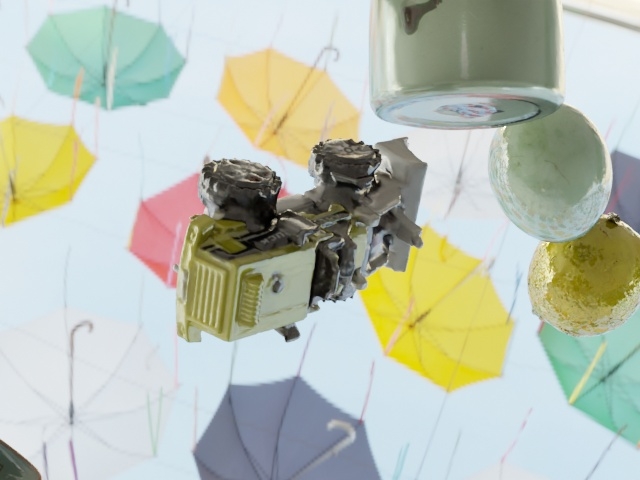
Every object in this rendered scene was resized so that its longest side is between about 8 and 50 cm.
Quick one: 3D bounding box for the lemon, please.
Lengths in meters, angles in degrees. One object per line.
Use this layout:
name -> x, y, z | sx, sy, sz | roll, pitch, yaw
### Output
lemon -> 0.386, 0.053, 1.615 | 0.173, 0.206, 0.174 | 23, -139, -21

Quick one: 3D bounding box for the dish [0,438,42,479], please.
dish -> -0.388, 0.286, 1.070 | 0.154, 0.064, 0.234 | 42, -134, -21

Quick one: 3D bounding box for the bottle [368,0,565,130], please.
bottle -> 0.145, -0.306, 1.173 | 0.229, 0.229, 0.352 | 0, -93, -7

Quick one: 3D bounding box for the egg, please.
egg -> 0.285, -0.084, 1.377 | 0.149, 0.192, 0.149 | -14, -145, 10

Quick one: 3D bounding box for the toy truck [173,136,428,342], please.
toy truck -> 0.000, 0.000, 0.872 | 0.111, 0.136, 0.285 | 29, -148, 33
